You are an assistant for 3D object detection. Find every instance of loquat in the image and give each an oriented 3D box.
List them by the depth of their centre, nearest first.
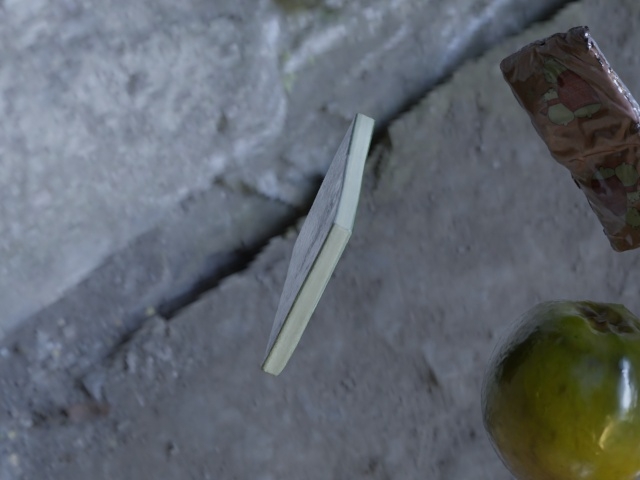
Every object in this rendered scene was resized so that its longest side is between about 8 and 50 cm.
[{"bbox_3d":[0.264,0.185,1.645,0.213,0.246,0.213,16,22,-7],"label":"loquat"}]

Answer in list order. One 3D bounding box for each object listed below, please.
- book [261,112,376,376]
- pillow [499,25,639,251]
[{"bbox_3d":[0.000,0.000,1.688,0.027,0.202,0.264,22,30,-5],"label":"book"},{"bbox_3d":[0.295,-0.107,1.613,0.049,0.248,0.135,-40,9,-32],"label":"pillow"}]
